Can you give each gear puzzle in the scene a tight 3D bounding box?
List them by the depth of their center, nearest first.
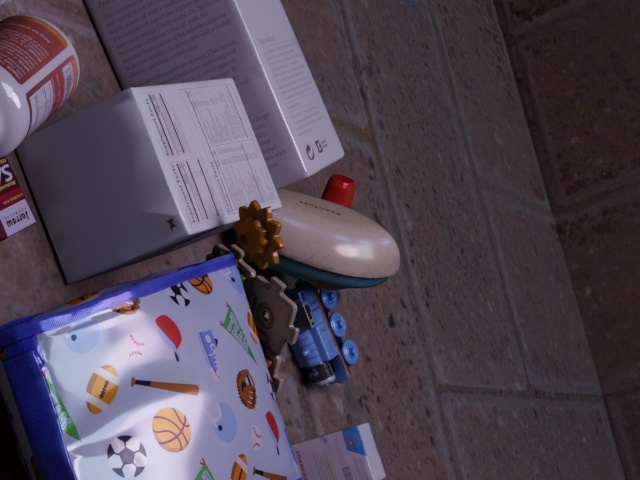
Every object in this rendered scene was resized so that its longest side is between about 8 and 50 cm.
[{"bbox_3d":[-0.108,0.105,1.796,0.044,0.338,0.175,-14,42,-44],"label":"gear puzzle"}]

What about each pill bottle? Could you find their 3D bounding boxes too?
[{"bbox_3d":[-0.363,-0.163,1.563,0.121,0.121,0.216,61,26,-17],"label":"pill bottle"}]

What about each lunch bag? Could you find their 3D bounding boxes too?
[{"bbox_3d":[-0.218,0.212,1.615,0.327,0.239,0.385,71,21,-2],"label":"lunch bag"}]

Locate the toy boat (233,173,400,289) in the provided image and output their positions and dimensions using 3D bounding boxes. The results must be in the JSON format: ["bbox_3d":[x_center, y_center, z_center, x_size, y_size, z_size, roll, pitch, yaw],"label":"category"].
[{"bbox_3d":[0.000,0.000,2.250,0.318,0.268,0.148,-60,168,-71],"label":"toy boat"}]

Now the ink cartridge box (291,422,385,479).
[{"bbox_3d":[0.024,0.333,2.118,0.052,0.122,0.088,-4,76,-67],"label":"ink cartridge box"}]

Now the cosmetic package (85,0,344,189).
[{"bbox_3d":[-0.170,-0.278,2.066,0.453,0.230,0.161,67,25,-6],"label":"cosmetic package"}]

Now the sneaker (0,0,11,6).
[{"bbox_3d":[-0.437,-0.336,1.718,0.152,0.114,0.305,56,29,-23],"label":"sneaker"}]

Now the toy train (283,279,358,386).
[{"bbox_3d":[-0.008,0.150,2.244,0.105,0.080,0.184,-29,100,-55],"label":"toy train"}]

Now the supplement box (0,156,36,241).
[{"bbox_3d":[-0.432,-0.100,1.608,0.239,0.073,0.130,66,26,-9],"label":"supplement box"}]

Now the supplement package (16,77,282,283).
[{"bbox_3d":[-0.221,-0.085,1.857,0.263,0.199,0.198,-20,89,-64],"label":"supplement package"}]
